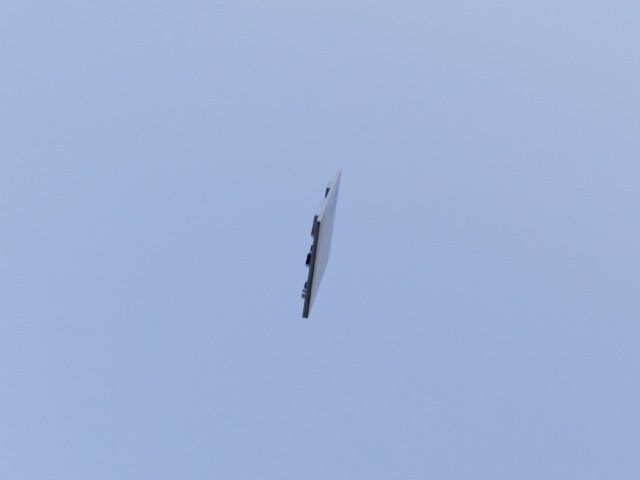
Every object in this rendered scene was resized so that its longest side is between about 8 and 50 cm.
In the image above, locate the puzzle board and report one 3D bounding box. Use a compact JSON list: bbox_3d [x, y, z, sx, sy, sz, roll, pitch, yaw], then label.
[{"bbox_3d":[0.000,0.000,0.870,0.011,0.128,0.096,10,-64,5],"label":"puzzle board"}]
